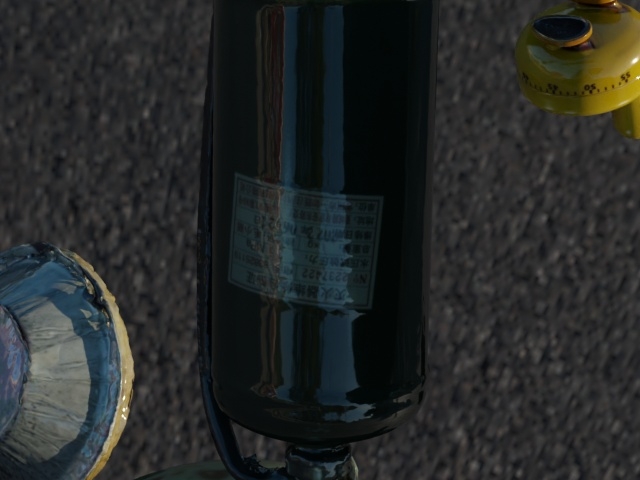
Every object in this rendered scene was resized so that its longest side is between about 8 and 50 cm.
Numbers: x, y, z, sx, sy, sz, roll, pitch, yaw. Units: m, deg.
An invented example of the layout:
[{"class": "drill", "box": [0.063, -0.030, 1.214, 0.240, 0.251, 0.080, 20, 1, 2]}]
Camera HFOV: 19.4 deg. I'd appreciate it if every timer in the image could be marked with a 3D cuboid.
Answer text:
[{"class": "timer", "box": [0.200, -0.128, 1.397, 0.107, 0.109, 0.107, -9, 36, 7]}]

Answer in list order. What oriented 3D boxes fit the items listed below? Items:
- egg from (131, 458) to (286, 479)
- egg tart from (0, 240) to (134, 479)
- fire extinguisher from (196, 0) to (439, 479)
[{"class": "egg", "box": [-0.013, 0.275, 1.009, 0.288, 0.287, 0.379, -25, 35, -32]}, {"class": "egg tart", "box": [-0.258, 0.116, 1.586, 0.094, 0.234, 0.234, 7, 39, -50]}, {"class": "fire extinguisher", "box": [0.000, 0.000, 0.749, 0.118, 0.294, 0.093, 7, 15, 21]}]
